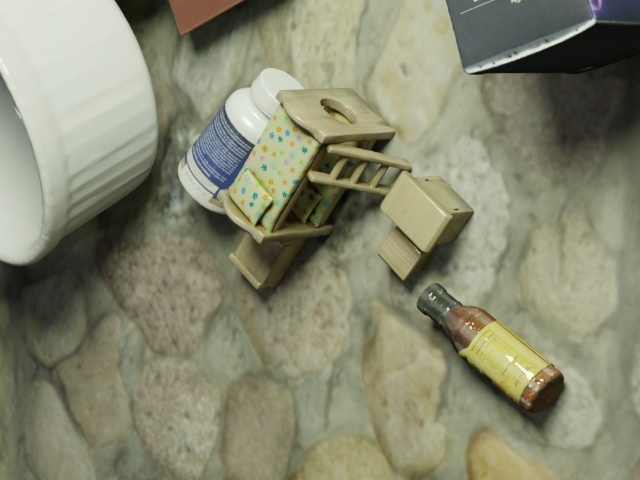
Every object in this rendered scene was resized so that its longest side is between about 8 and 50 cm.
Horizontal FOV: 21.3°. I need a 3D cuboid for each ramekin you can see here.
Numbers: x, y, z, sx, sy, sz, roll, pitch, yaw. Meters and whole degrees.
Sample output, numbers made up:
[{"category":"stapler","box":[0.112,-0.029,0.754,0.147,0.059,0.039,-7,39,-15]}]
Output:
[{"category":"ramekin","box":[-0.262,-0.130,1.467,0.277,0.135,0.277,34,140,35]}]

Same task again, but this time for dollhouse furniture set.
[{"category":"dollhouse furniture set","box":[0.000,0.000,1.345,0.161,0.101,0.182,46,121,26]}]

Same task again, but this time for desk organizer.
[{"category":"desk organizer","box":[-0.067,-0.217,1.412,0.130,0.047,0.050,-23,83,38]}]

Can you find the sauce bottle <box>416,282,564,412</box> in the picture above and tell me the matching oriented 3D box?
[{"category":"sauce bottle","box":[0.126,0.079,1.293,0.128,0.042,0.042,41,118,31]}]

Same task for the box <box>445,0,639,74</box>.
[{"category":"box","box":[0.155,-0.224,1.165,0.108,0.153,0.207,-19,84,38]}]

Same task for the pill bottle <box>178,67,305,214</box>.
[{"category":"pill bottle","box":[-0.060,-0.083,1.407,0.120,0.067,0.067,-49,65,31]}]
